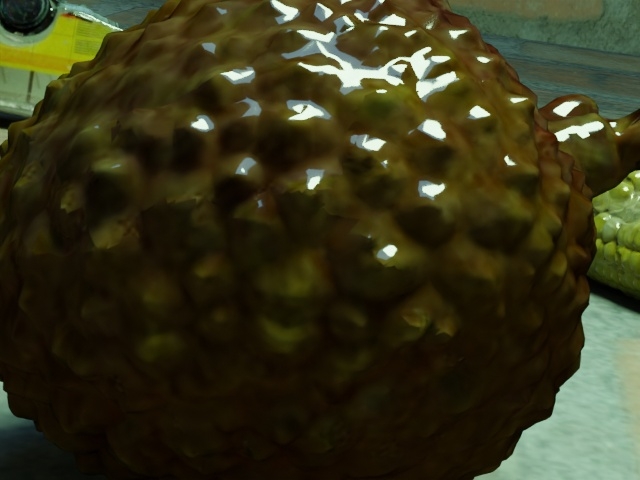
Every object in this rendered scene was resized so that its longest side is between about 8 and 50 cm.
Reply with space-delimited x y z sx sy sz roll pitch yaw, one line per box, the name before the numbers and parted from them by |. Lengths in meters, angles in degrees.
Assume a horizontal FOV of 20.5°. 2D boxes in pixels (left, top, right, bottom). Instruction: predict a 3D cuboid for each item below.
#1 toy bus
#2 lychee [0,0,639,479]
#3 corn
toy bus | -0.273 -0.149 1.283 0.268 0.106 0.092 12 3 -4
lychee | 0.000 0.000 0.578 0.238 0.200 0.200 -15 13 -1
corn | 0.167 -0.016 1.020 0.087 0.086 0.288 1 16 -31
